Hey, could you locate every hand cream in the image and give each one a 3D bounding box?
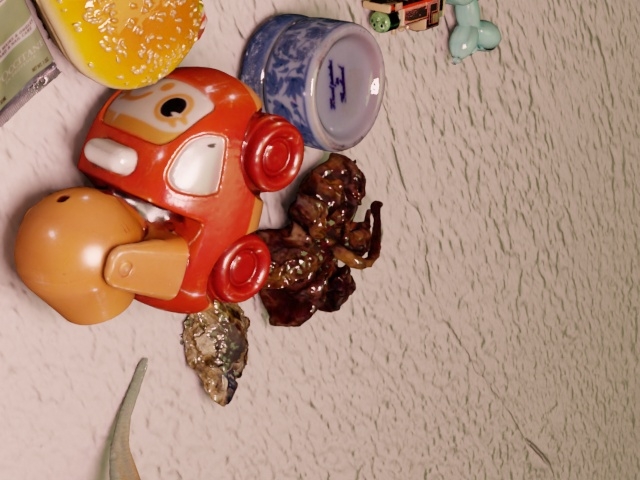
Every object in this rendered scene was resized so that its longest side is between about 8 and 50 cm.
[{"bbox_3d":[-0.294,-0.213,1.202,0.086,0.055,0.235,-48,143,-29],"label":"hand cream"}]

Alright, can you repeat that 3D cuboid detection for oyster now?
[{"bbox_3d":[-0.111,0.109,1.553,0.103,0.051,0.148,-51,128,-40],"label":"oyster"}]

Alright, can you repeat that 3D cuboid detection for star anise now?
[{"bbox_3d":[0.000,0.000,1.606,0.190,0.126,0.220,47,67,-45],"label":"star anise"}]

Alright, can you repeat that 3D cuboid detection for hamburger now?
[{"bbox_3d":[-0.191,-0.248,1.268,0.173,0.116,0.210,-47,133,-31],"label":"hamburger"}]

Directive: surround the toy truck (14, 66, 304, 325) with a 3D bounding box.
[{"bbox_3d":[-0.170,-0.045,1.312,0.239,0.189,0.265,6,102,-48],"label":"toy truck"}]

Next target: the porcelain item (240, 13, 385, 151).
[{"bbox_3d":[-0.011,-0.179,1.532,0.147,0.114,0.147,-23,119,-50],"label":"porcelain item"}]

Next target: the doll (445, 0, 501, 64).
[{"bbox_3d":[0.202,-0.318,1.818,0.159,0.059,0.158,-62,141,-21],"label":"doll"}]

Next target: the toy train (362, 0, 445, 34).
[{"bbox_3d":[0.105,-0.301,1.703,0.138,0.050,0.087,-25,124,-47],"label":"toy train"}]

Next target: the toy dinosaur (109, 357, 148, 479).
[{"bbox_3d":[-0.219,0.298,1.380,0.092,0.205,0.393,60,36,-36],"label":"toy dinosaur"}]
